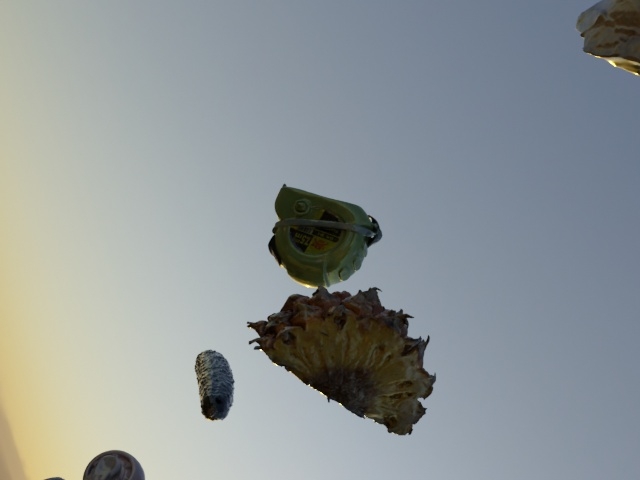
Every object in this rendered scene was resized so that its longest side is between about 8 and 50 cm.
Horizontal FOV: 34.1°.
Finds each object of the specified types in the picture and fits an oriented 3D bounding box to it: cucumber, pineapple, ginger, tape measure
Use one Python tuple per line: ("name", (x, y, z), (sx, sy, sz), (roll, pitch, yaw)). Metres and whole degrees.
("cucumber", (-0.171, 0.240, 1.706), (0.293, 0.067, 0.068), (-138, -147, -78))
("pineapple", (0.045, 0.112, 1.153), (0.135, 0.233, 0.079), (-52, -156, 15))
("ginger", (0.295, -0.197, 0.863), (0.115, 0.193, 0.123), (40, -50, 7))
("tape measure", (0.000, 0.000, 1.644), (0.177, 0.154, 0.087), (13, -29, 19))

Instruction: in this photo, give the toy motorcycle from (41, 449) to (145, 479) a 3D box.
("toy motorcycle", (-0.301, 0.331, 1.166), (0.112, 0.254, 0.112), (42, -30, 31))
